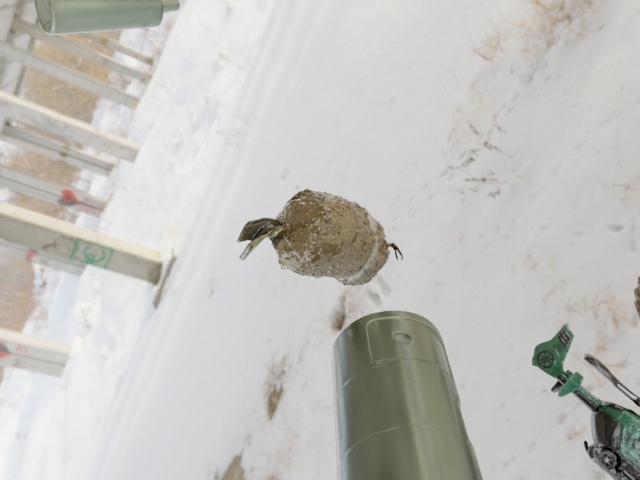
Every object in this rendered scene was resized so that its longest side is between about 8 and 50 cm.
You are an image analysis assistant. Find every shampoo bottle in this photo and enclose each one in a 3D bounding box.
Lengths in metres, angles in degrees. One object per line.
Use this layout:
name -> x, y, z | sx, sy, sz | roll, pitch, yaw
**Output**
shampoo bottle -> -0.381, -0.433, 1.090 | 0.085, 0.262, 0.085 | 25, 124, 42

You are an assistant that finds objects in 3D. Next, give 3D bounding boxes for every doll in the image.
doll -> -0.001, -0.007, 0.724 | 0.115, 0.221, 0.105 | -13, 68, 48

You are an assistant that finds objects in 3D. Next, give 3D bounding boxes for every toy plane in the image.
toy plane -> 0.536, 0.333, 1.063 | 0.155, 0.381, 0.106 | -47, -17, 0

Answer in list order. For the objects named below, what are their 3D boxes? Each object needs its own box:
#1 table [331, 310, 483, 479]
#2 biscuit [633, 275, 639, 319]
table -> 0.075, 0.185, 0.547 | 0.126, 0.126, 0.220 | -57, 20, 29
biscuit -> 0.675, 0.134, 1.195 | 0.119, 0.130, 0.019 | 51, 139, 15
